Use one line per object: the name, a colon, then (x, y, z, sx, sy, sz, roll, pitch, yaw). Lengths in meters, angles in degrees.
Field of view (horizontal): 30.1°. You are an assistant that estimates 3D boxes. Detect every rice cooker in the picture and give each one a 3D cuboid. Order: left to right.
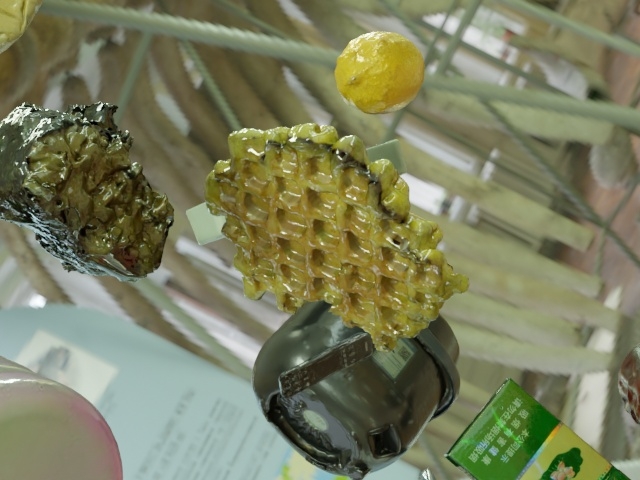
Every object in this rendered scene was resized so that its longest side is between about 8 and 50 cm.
rice cooker: (0.048, 0.188, 1.637, 0.224, 0.267, 0.267, -49, -9, -37)

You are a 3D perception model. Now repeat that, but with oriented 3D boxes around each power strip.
power strip: (-0.017, -0.076, 1.737, 0.385, 0.062, 0.091, -20, 1, -38)

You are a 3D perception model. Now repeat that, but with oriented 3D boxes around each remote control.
remote control: (0.004, 0.111, 1.087, 0.096, 0.014, 0.039, -27, -36, -15)

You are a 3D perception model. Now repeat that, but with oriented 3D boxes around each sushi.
sushi: (-0.236, -0.053, 1.220, 0.212, 0.115, 0.147, 55, -130, -43)

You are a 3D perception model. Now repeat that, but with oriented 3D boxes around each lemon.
lemon: (0.083, -0.228, 1.624, 0.155, 0.114, 0.114, -17, -40, -55)

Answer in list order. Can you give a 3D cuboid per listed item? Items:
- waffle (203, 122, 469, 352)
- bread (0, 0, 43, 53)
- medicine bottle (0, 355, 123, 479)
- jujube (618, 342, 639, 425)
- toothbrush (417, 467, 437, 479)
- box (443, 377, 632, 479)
waffle: (0.007, 0.000, 1.261, 0.300, 0.282, 0.058, 0, 35, 42)
bread: (-0.404, -0.340, 1.476, 0.106, 0.140, 0.236, -21, 48, 55)
medicine bottle: (-0.325, 0.164, 0.896, 0.212, 0.325, 0.212, -17, -67, -45)
jujube: (0.437, 0.181, 1.267, 0.197, 0.197, 0.290, -63, 19, 1)
toothbrush: (0.151, 0.398, 1.491, 0.035, 0.042, 0.413, -33, 17, 11)
box: (0.286, 0.298, 1.503, 0.132, 0.235, 0.034, -48, -5, -14)
